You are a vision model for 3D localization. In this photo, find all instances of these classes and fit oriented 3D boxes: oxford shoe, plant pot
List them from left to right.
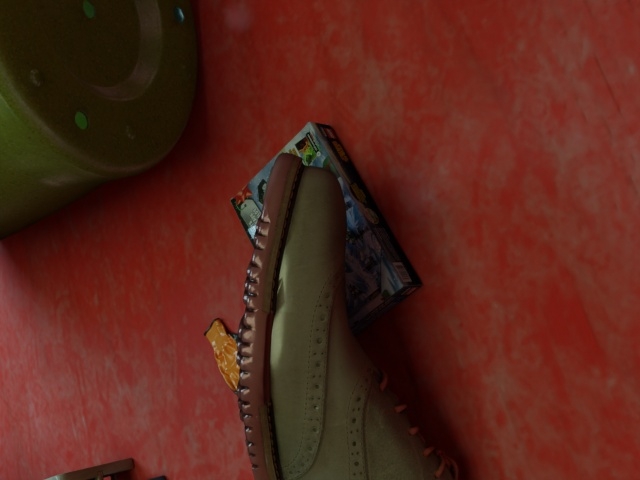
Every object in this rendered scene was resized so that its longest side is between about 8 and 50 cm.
[{"bbox_3d":[-0.300,-0.139,0.685,0.353,0.366,0.366,-7,85,26],"label":"plant pot"},{"bbox_3d":[0.018,0.118,0.552,0.130,0.123,0.348,-2,100,4],"label":"oxford shoe"}]

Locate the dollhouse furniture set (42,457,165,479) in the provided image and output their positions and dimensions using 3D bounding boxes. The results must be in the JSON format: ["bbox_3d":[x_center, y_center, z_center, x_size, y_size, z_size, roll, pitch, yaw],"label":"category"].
[{"bbox_3d":[-0.157,0.262,0.676,0.129,0.129,0.183,-26,74,36],"label":"dollhouse furniture set"}]

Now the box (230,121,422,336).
[{"bbox_3d":[0.000,0.000,0.616,0.094,0.027,0.137,-41,66,30],"label":"box"}]

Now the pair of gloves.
[{"bbox_3d":[-0.052,0.075,0.668,0.083,0.010,0.074,-48,62,27],"label":"pair of gloves"}]
